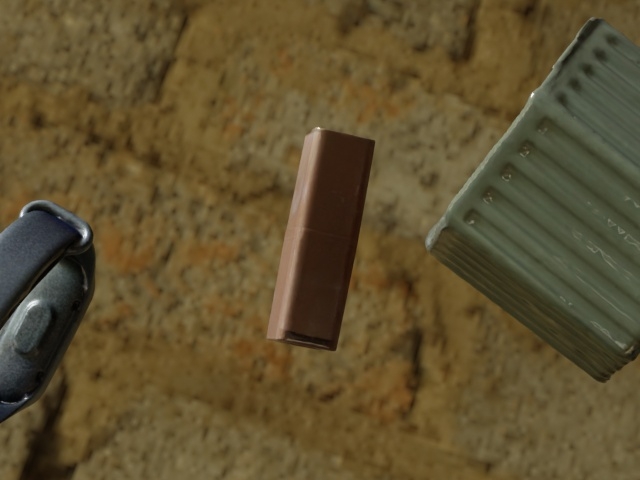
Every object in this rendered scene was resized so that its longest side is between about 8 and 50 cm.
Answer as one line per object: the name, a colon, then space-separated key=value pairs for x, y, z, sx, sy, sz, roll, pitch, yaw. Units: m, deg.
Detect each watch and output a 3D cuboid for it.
watch: x=-0.262 y=0.066 z=1.454 sx=0.068 sy=0.206 sz=0.193 roll=29 pitch=-4 yaw=11

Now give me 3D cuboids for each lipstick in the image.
lipstick: x=0.000 y=0.000 z=1.154 sx=0.045 sy=0.145 sz=0.045 roll=12 pitch=-6 yaw=-11

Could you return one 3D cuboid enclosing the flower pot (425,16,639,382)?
flower pot: x=0.218 y=-0.028 z=1.343 sx=0.189 sy=0.209 sz=0.239 roll=38 pitch=-12 yaw=4
